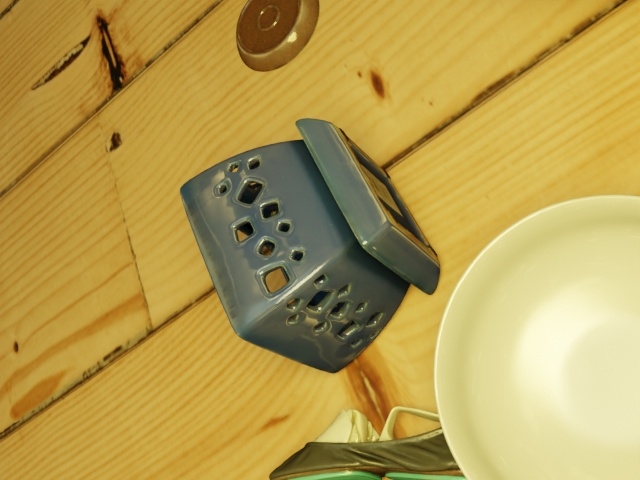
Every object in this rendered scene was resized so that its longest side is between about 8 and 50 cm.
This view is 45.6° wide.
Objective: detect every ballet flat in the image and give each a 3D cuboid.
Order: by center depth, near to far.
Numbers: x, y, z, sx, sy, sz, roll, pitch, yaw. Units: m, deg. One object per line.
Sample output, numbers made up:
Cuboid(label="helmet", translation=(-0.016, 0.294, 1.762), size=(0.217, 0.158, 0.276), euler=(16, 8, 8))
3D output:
Cuboid(label="ballet flat", translation=(0.072, 0.251, 0.908), size=(0.281, 0.095, 0.096), euler=(-9, 60, 22))

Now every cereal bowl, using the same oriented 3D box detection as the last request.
Cuboid(label="cereal bowl", translation=(0.291, 0.133, 0.753), size=(0.339, 0.141, 0.338), euler=(-12, 69, 32))

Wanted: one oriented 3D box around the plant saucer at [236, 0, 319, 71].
Cuboid(label="plant saucer", translation=(-0.078, -0.360, 1.246), size=(0.169, 0.029, 0.168), euler=(-12, 67, 31))

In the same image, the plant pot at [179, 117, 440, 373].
Cuboid(label="plant pot", translation=(0.000, 0.000, 0.950), size=(0.212, 0.236, 0.235), euler=(-35, 57, 15))
